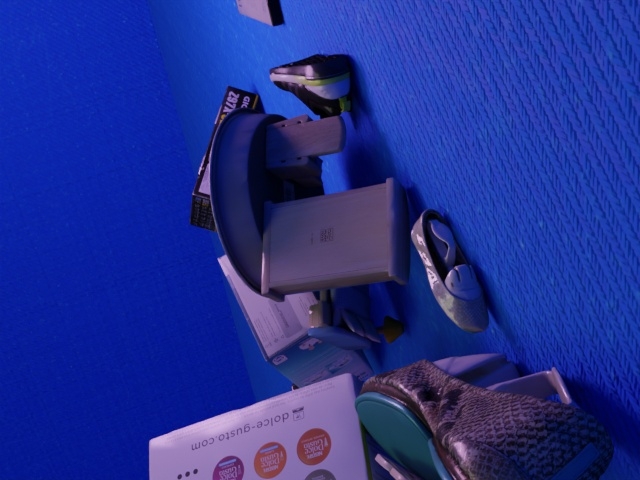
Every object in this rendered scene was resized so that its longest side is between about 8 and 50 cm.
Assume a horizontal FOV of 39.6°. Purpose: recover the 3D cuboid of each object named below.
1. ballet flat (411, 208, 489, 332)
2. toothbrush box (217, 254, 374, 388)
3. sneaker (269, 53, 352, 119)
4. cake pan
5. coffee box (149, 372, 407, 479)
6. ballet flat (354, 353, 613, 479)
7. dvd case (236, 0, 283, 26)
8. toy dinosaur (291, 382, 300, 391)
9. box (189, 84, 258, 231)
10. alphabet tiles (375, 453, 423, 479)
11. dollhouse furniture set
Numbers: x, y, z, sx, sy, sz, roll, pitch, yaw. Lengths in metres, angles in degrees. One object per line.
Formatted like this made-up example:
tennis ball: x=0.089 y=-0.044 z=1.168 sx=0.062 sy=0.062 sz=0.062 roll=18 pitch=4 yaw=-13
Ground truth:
ballet flat: x=0.153 y=0.033 z=1.059 sx=0.052 sy=0.057 sz=0.168 roll=104 pitch=146 yaw=-50
toothbrush box: x=-0.036 y=0.137 z=1.565 sx=0.216 sy=0.126 sz=0.295 roll=61 pitch=-175 yaw=29
sneaker: x=-0.013 y=-0.222 z=1.331 sx=0.235 sy=0.084 sz=0.097 roll=-145 pitch=37 yaw=-70
cake pan: x=-0.068 y=-0.061 z=1.339 sx=0.293 sy=0.054 sz=0.293 roll=32 pitch=-127 yaw=-58
coffee box: x=-0.009 y=0.443 z=1.274 sx=0.338 sy=0.338 sz=0.334 roll=47 pitch=-152 yaw=-49
ballet flat: x=0.172 y=0.197 z=0.943 sx=0.164 sy=0.182 sz=0.483 roll=55 pitch=172 yaw=-3
dvd case: x=-0.130 y=-0.486 z=1.592 sx=0.253 sy=0.022 sz=0.180 roll=-134 pitch=28 yaw=-63
toy dinosaur: x=-0.005 y=0.235 z=1.842 sx=0.322 sy=0.164 sz=0.218 roll=6 pitch=-99 yaw=-81
box: x=-0.223 y=-0.175 z=2.015 sx=0.322 sy=0.079 sz=0.257 roll=131 pitch=154 yaw=-75
alphabet tiles: x=0.192 y=0.346 z=1.036 sx=0.278 sy=0.021 sz=0.284 roll=35 pitch=174 yaw=-13
dollhouse furniture set: x=0.074 y=-0.005 z=1.323 sx=0.303 sy=0.198 sz=0.286 roll=34 pitch=-129 yaw=-58
